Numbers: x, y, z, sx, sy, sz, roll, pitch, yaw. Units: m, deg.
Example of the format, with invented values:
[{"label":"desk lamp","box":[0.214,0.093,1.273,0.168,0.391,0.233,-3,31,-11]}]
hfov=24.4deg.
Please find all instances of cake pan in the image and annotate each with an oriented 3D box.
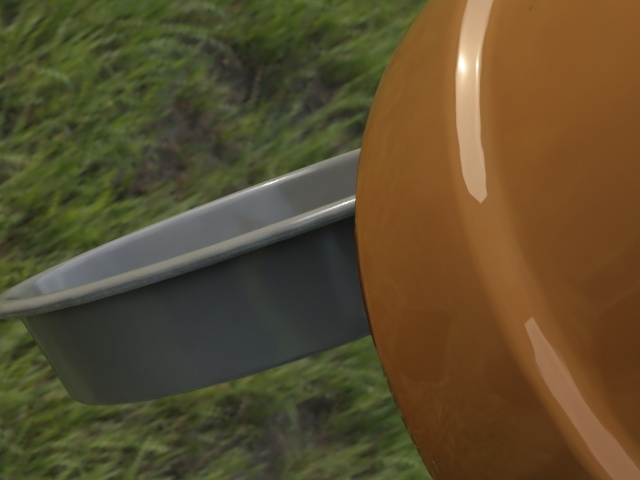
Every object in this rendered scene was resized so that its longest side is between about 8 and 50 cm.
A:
[{"label":"cake pan","box":[0.000,0.000,0.664,0.293,0.293,0.054,-30,102,-59]}]

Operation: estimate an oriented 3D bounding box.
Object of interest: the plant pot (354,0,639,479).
[{"label":"plant pot","box":[0.177,-0.028,0.380,0.291,0.203,0.291,9,59,-16]}]
